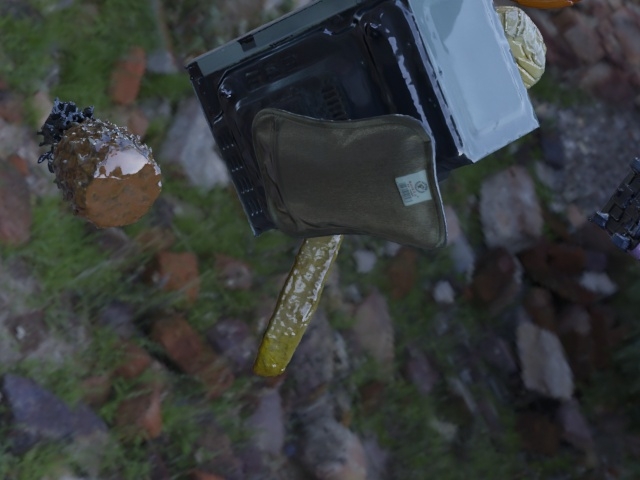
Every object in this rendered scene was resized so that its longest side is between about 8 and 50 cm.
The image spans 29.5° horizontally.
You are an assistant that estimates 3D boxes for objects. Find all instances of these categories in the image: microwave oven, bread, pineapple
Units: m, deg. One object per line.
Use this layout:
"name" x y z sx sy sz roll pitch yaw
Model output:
"microwave oven" 0.036 -0.150 1.271 0.181 0.295 0.238 -28 98 -51
"bread" 0.247 -0.281 1.927 0.140 0.236 0.106 40 44 -32
"pineapple" -0.355 -0.138 1.864 0.157 0.158 0.279 23 16 -43

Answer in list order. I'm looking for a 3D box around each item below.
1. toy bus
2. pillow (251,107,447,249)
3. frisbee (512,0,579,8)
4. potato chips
"toy bus" 0.384 -0.019 1.376 0.108 0.096 0.199 33 12 -6
"pillow" 0.021 -0.056 1.082 0.033 0.217 0.130 -28 114 -41
"frisbee" 0.232 -0.318 1.197 0.192 0.192 0.035 67 17 16
"potato chips" 0.000 0.000 1.681 0.057 0.080 0.407 21 82 -3
